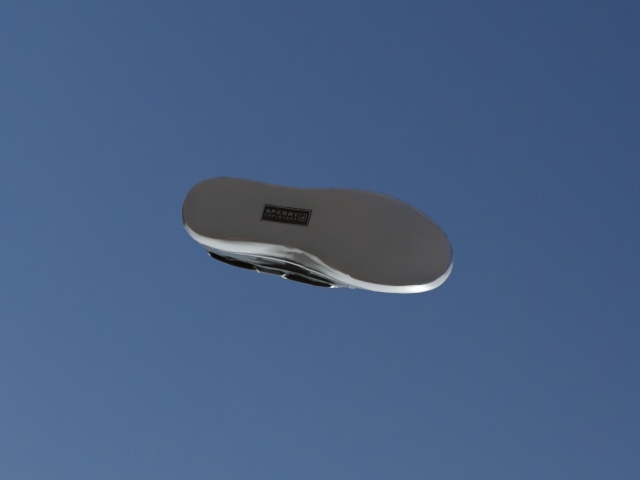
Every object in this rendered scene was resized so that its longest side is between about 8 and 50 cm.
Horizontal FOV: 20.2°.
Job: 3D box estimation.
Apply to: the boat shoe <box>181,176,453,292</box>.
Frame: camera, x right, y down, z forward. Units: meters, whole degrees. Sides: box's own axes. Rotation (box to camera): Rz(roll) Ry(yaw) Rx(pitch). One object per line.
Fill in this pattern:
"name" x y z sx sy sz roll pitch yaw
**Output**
"boat shoe" 0.000 0.000 0.896 0.142 0.040 0.049 13 -114 18
